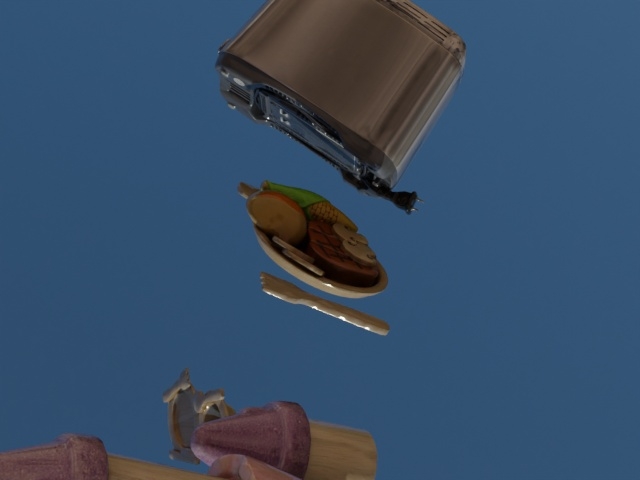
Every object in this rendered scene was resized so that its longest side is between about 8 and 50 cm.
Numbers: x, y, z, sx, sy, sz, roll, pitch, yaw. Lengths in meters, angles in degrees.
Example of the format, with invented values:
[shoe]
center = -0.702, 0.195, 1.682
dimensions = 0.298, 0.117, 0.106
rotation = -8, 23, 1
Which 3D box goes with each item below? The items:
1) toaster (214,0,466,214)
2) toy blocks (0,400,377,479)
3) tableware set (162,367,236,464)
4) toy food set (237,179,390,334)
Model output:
[toaster]
center = 0.029, -0.143, 1.428
dimensions = 0.227, 0.129, 0.146
rotation = 34, -100, 9
[toy blocks]
center = -0.095, 0.209, 0.696
dimensions = 0.260, 0.288, 0.309
rotation = 14, -167, -26
[tableware set]
center = -0.090, 0.178, 1.210
dimensions = 0.020, 0.141, 0.168
rotation = -1, -96, -27
[toy food set]
center = 0.000, 0.000, 1.316
dimensions = 0.132, 0.038, 0.192
rotation = 21, -158, -19
